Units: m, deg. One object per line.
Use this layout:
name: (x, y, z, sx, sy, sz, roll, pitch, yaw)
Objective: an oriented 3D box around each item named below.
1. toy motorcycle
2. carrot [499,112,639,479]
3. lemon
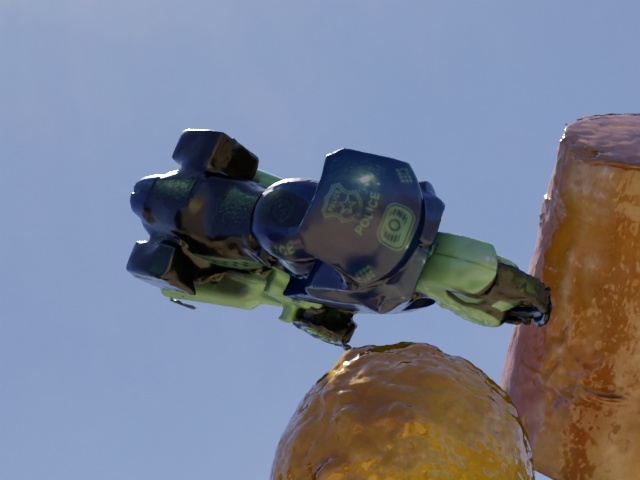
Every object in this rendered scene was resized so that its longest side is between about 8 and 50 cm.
toy motorcycle: (0.000, 0.000, 1.136, 0.331, 0.125, 0.196, 10, -18, 42)
carrot: (0.243, 0.045, 1.217, 0.196, 0.196, 0.254, -3, -68, -26)
lemon: (0.041, 0.134, 0.845, 0.142, 0.142, 0.187, -44, 7, 41)
